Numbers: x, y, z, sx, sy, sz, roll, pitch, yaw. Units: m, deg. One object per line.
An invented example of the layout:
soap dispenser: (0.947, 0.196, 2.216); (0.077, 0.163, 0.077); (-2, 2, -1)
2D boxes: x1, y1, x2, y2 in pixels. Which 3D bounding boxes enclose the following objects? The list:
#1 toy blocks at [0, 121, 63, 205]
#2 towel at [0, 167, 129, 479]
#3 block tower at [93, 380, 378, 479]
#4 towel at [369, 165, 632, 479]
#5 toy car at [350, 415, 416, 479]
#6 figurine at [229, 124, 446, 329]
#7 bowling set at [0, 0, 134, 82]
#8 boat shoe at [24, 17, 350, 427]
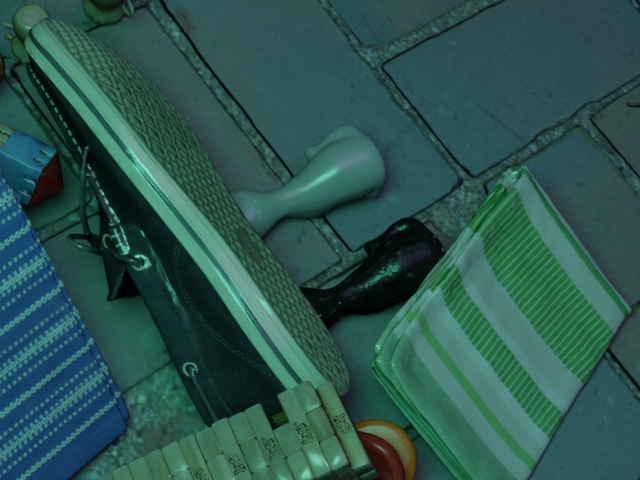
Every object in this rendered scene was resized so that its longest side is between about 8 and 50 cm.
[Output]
toy blocks: (-0.415, -0.036, 1.369); (0.261, 0.191, 0.381); (28, 33, -4)
towel: (-0.322, 0.122, 1.296); (0.040, 0.336, 0.243); (17, 48, 43)
block tower: (-0.122, 0.241, 1.319); (0.335, 0.091, 0.097); (-26, 65, -1)
towel: (0.206, 0.104, 1.557); (0.248, 0.038, 0.325); (51, 56, -18)
toy car: (0.026, 0.252, 1.412); (0.159, 0.136, 0.182); (42, 59, 5)
figurine: (0.000, 0.000, 1.568); (0.209, 0.092, 0.215); (-25, 73, -23)
bowling set: (-0.365, -0.251, 1.559); (0.287, 0.154, 0.200); (24, 78, -7)
boat shoe: (-0.166, -0.007, 1.445); (0.500, 0.156, 0.187); (55, 16, 3)
